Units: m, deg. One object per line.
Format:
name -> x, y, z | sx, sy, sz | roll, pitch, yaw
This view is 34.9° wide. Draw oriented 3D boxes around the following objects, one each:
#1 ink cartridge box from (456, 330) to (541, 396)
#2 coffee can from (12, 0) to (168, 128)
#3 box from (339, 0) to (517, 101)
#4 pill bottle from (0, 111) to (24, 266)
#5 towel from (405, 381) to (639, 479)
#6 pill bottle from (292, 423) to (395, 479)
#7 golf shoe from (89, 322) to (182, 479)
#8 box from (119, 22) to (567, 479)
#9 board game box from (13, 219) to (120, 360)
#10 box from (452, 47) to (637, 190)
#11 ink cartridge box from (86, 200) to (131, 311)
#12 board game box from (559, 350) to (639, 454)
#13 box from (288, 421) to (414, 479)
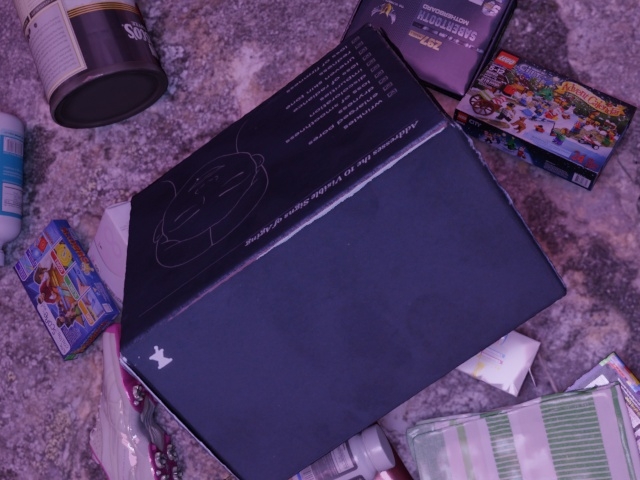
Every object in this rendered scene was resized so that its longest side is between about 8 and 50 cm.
ink cartridge box -> 0.267, 0.173, 1.535 | 0.143, 0.092, 0.090 | 24, 89, 15
coffee can -> -0.397, -0.356, 1.716 | 0.201, 0.201, 0.275 | -25, 78, 11
box -> 0.173, -0.348, 1.640 | 0.232, 0.059, 0.183 | 27, 92, 16
pill bottle -> -0.591, -0.086, 1.763 | 0.146, 0.146, 0.264 | -2, 82, 14
towel -> 0.306, 0.356, 1.486 | 0.324, 0.038, 0.248 | -16, 81, 15
pill bottle -> 0.032, 0.319, 1.453 | 0.137, 0.078, 0.078 | -25, 78, 8
golf shoe -> -0.330, 0.292, 1.669 | 0.140, 0.115, 0.306 | -18, 78, 15
box -> 0.000, 0.000, 1.398 | 0.479, 0.472, 0.297 | -35, 113, 9
board game box -> -0.434, 0.084, 1.727 | 0.136, 0.035, 0.201 | -43, 69, 27
box -> 0.338, -0.187, 1.543 | 0.233, 0.044, 0.159 | 27, 57, 16
ink cartridge box -> -0.294, 0.077, 1.653 | 0.066, 0.189, 0.232 | -18, 72, -31
board game box -> 0.433, 0.272, 1.502 | 0.141, 0.048, 0.170 | -39, 75, 9
box -> 0.023, 0.329, 1.561 | 0.148, 0.127, 0.232 | -35, 76, 8
